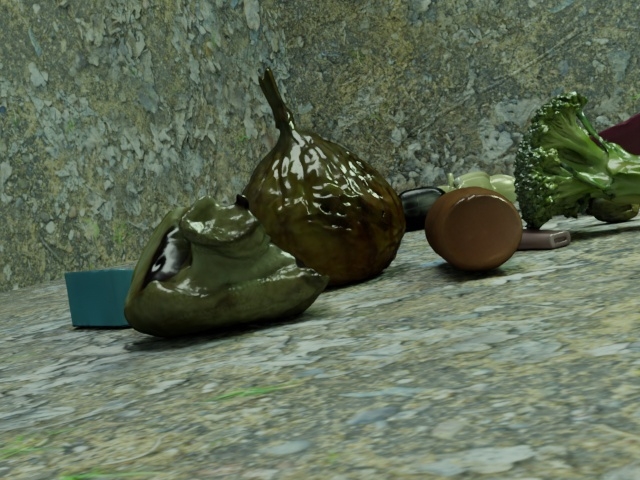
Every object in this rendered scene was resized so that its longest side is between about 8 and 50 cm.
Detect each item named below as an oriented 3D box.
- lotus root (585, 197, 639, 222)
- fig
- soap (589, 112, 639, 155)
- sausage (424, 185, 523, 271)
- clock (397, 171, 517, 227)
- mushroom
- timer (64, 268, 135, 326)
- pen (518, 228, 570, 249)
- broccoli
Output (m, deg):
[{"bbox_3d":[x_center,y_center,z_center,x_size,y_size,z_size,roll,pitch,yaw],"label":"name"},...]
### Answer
[{"bbox_3d":[0.508,-0.058,1.820,0.099,0.054,0.049,-5,12,43],"label":"lotus root"},{"bbox_3d":[-0.025,-0.099,1.672,0.286,0.369,0.286,-15,13,3],"label":"fig"},{"bbox_3d":[0.640,-0.177,2.144,0.233,0.128,0.359,-11,-10,-36],"label":"soap"},{"bbox_3d":[0.219,-0.019,1.535,0.121,0.121,0.304,-10,2,2],"label":"sausage"},{"bbox_3d":[0.302,-0.089,2.523,0.379,0.120,0.276,-14,-2,29],"label":"clock"},{"bbox_3d":[-0.124,0.061,1.372,0.217,0.212,0.292,33,-22,-12],"label":"mushroom"},{"bbox_3d":[-0.267,0.078,1.719,0.250,0.091,0.232,-9,1,-39],"label":"timer"},{"bbox_3d":[0.321,-0.002,1.673,0.053,0.032,0.197,-13,7,-24],"label":"pen"},{"bbox_3d":[0.467,-0.102,1.641,0.252,0.221,0.361,27,-15,-37],"label":"broccoli"}]
